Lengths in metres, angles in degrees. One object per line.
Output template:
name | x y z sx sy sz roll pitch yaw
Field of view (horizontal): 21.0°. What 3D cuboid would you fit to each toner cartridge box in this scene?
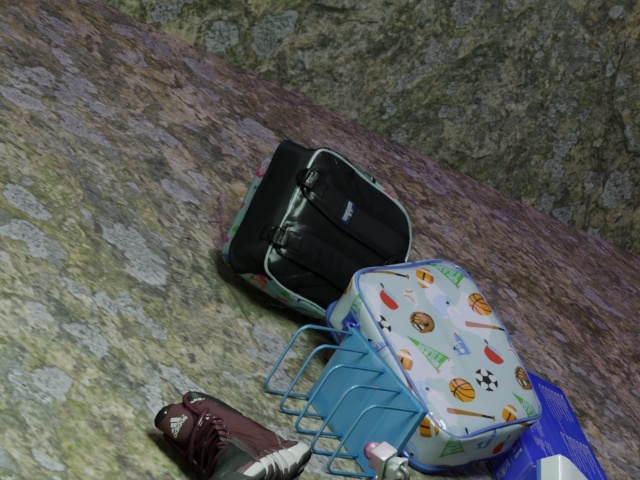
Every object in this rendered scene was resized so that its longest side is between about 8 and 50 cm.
toner cartridge box | 0.312 0.294 2.515 0.165 0.075 0.348 30 17 -19

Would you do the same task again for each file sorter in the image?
file sorter | 0.025 0.201 2.157 0.104 0.118 0.170 12 28 -44

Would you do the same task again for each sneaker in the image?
sneaker | -0.121 0.235 1.839 0.162 0.106 0.281 31 6 11

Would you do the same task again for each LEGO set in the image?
LEGO set | -0.031 0.307 1.782 0.107 0.132 0.287 25 33 34

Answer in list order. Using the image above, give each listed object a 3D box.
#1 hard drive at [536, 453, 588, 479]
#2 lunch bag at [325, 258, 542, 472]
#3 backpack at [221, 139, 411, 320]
hard drive | 0.288 0.415 1.821 0.210 0.040 0.318 46 36 -41
lunch bag | 0.146 0.163 2.354 0.243 0.115 0.303 -9 57 -41
backpack | 0.000 0.000 2.479 0.253 0.225 0.191 31 -13 -33
